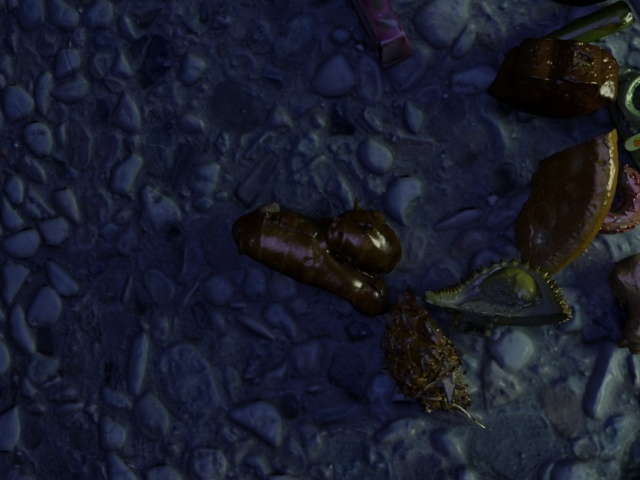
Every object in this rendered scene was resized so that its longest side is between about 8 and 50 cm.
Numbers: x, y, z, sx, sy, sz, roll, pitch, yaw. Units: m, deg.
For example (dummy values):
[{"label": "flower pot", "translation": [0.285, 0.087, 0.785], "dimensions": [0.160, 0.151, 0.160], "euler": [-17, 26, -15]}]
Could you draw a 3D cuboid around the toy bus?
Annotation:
[{"label": "toy bus", "translation": [0.124, -0.557, 1.433], "dimensions": [0.090, 0.112, 0.274], "euler": [-26, 82, 6]}]

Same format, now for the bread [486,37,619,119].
[{"label": "bread", "translation": [0.500, -0.332, 1.254], "dimensions": [0.246, 0.232, 0.135], "euler": [13, 92, -15]}]

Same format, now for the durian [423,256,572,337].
[{"label": "durian", "translation": [0.383, 0.140, 1.299], "dimensions": [0.306, 0.166, 0.172], "euler": [4, 121, 22]}]

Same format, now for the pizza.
[{"label": "pizza", "translation": [0.523, -0.074, 1.291], "dimensions": [0.182, 0.073, 0.366], "euler": [37, 117, 48]}]

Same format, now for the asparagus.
[{"label": "asparagus", "translation": [0.550, -0.448, 1.332], "dimensions": [0.277, 0.060, 0.067], "euler": [-24, 93, 15]}]

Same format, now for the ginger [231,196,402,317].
[{"label": "ginger", "translation": [0.000, 0.000, 1.418], "dimensions": [0.418, 0.176, 0.254], "euler": [22, 97, 7]}]

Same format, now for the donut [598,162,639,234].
[{"label": "donut", "translation": [0.654, -0.077, 1.293], "dimensions": [0.117, 0.065, 0.166], "euler": [31, 99, 15]}]

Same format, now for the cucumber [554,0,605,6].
[{"label": "cucumber", "translation": [0.581, -0.605, 1.296], "dimensions": [0.191, 0.130, 0.191], "euler": [0, 92, 12]}]

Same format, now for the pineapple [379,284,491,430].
[{"label": "pineapple", "translation": [0.228, 0.280, 1.336], "dimensions": [0.161, 0.158, 0.335], "euler": [-23, 92, -10]}]

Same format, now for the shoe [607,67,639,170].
[{"label": "shoe", "translation": [0.696, -0.237, 1.259], "dimensions": [0.140, 0.128, 0.262], "euler": [-31, 76, 19]}]

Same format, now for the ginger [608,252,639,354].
[{"label": "ginger", "translation": [0.695, 0.133, 1.272], "dimensions": [0.137, 0.074, 0.213], "euler": [-9, 82, 25]}]
